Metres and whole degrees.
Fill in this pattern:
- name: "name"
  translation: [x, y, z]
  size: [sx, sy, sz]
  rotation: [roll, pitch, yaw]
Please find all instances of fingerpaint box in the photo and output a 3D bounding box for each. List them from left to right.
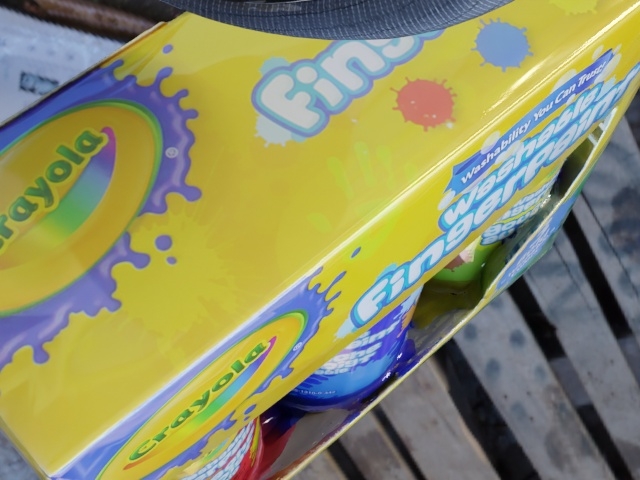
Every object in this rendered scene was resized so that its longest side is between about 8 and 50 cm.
- name: "fingerpaint box"
  translation: [0.000, 0.000, 0.629]
  size: [0.163, 0.444, 0.371]
  rotation: [45, 158, 19]

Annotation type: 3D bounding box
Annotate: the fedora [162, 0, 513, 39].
- name: "fedora"
  translation: [-0.031, -0.177, 0.321]
  size: [0.243, 0.124, 0.275]
  rotation: [30, 167, -25]
